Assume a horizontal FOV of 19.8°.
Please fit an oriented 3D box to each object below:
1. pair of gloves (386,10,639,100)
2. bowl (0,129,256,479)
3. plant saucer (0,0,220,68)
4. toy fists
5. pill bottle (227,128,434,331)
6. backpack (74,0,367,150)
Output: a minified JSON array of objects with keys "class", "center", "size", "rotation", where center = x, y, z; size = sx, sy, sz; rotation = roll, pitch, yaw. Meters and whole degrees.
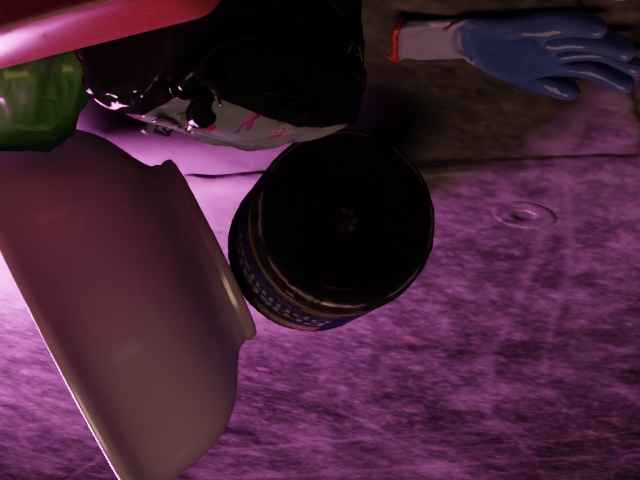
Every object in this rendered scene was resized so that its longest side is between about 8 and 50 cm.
[{"class":"pair of gloves","center":[0.112,-0.134,1.069],"size":[0.159,0.023,0.198],"rotation":[6,158,8]},{"class":"bowl","center":[-0.134,0.034,1.306],"size":[0.134,0.298,0.298],"rotation":[-26,158,-7]},{"class":"plant saucer","center":[-0.102,-0.165,0.767],"size":[0.259,0.258,0.048],"rotation":[-8,141,37]},{"class":"toy fists","center":[-0.277,-0.128,1.158],"size":[0.279,0.096,0.142],"rotation":[10,168,-4]},{"class":"pill bottle","center":[0.000,0.000,1.285],"size":[0.123,0.123,0.219],"rotation":[13,170,-7]},{"class":"backpack","center":[-0.054,-0.120,1.042],"size":[0.115,0.152,0.182],"rotation":[-1,168,37]}]
